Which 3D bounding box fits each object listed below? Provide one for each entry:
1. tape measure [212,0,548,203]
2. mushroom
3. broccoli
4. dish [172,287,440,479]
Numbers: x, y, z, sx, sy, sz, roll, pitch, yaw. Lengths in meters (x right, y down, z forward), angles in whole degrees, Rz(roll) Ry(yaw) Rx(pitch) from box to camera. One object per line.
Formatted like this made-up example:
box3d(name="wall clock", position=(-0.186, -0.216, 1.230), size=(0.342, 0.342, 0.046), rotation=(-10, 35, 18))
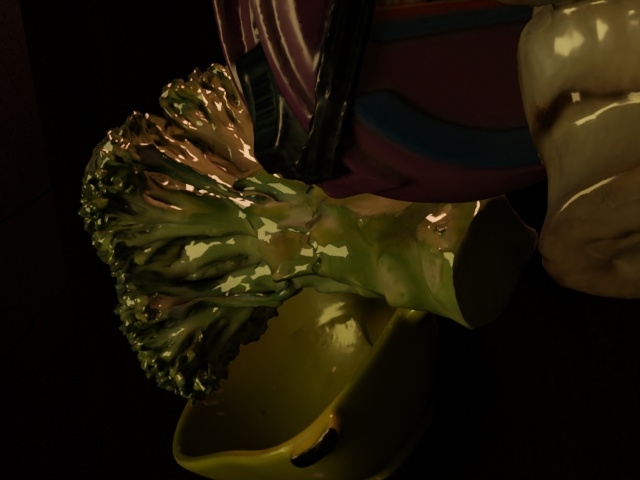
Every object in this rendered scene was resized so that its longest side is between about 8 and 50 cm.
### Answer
box3d(name="tape measure", position=(0.056, -0.141, 0.755), size=(0.149, 0.231, 0.245), rotation=(171, 90, -71))
box3d(name="mushroom", position=(0.160, -0.086, 0.531), size=(0.189, 0.253, 0.195), rotation=(-18, 46, 33))
box3d(name="broccoli", position=(-0.019, 0.007, 1.011), size=(0.361, 0.252, 0.221), rotation=(36, 149, 63))
box3d(name="dish", position=(0.012, 0.119, 1.125), size=(0.108, 0.221, 0.262), rotation=(43, 159, -20))
